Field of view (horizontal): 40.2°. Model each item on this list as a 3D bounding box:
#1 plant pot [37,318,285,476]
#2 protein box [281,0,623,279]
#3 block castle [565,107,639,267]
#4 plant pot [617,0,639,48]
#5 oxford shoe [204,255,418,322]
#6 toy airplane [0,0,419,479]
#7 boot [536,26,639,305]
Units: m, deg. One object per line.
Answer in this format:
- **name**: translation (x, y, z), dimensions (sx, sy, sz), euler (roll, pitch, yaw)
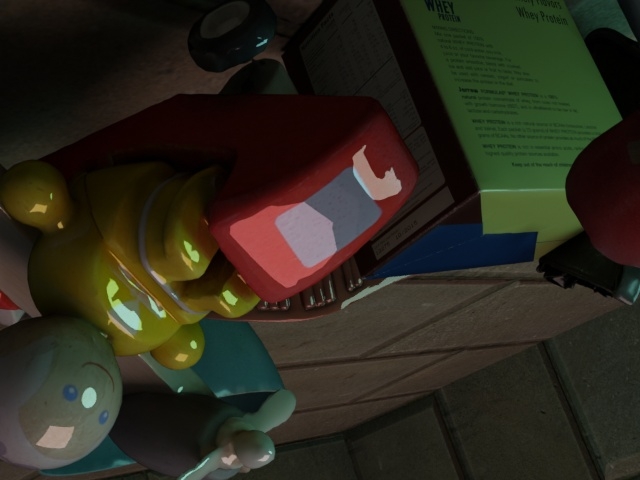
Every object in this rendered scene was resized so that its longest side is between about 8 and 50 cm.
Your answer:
- **plant pot**: translation (-0.204, 0.137, 1.031), dimensions (0.290, 0.195, 0.290), euler (-16, 161, -6)
- **protein box**: translation (0.110, -0.094, 0.675), dimensions (0.200, 0.201, 0.136), euler (-4, 156, -38)
- **block castle**: translation (0.348, -0.144, 0.549), dimensions (0.454, 0.302, 0.213), euler (-2, 154, -16)
- **plant pot**: translation (0.142, -0.245, 0.249), dimensions (0.247, 0.247, 0.252), euler (-28, 142, 24)
- **oxford shoe**: translation (0.000, 0.000, 0.820), dimensions (0.397, 0.140, 0.146), euler (-6, 177, -18)
- **toy airplane**: translation (-0.175, 0.023, 0.565), dimensions (0.386, 0.272, 0.384), euler (17, 134, -12)
- **boot**: translation (0.253, -0.067, 0.780), dimensions (0.091, 0.228, 0.263), euler (24, -172, -8)
